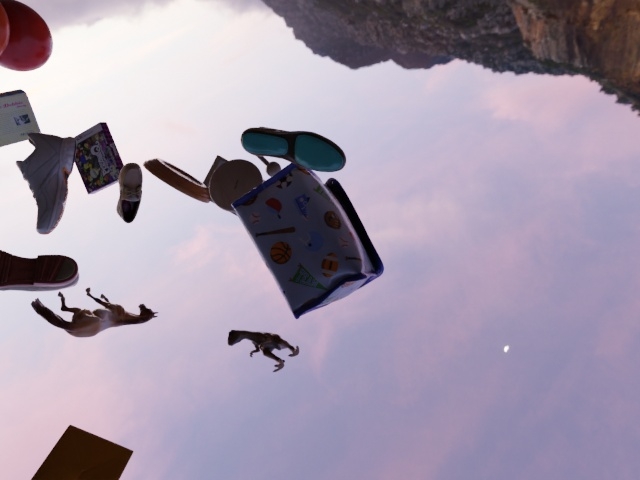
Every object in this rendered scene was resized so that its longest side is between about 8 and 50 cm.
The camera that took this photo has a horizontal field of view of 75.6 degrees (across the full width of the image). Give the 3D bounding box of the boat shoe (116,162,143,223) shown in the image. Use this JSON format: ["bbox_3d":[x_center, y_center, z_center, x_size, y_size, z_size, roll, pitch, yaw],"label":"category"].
[{"bbox_3d":[-0.393,-0.096,0.859,0.050,0.135,0.045,-8,-137,-38],"label":"boat shoe"}]

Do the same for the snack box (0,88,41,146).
[{"bbox_3d":[-1.281,-0.452,1.587,0.060,0.187,0.322,29,-137,28],"label":"snack box"}]

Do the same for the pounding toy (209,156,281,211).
[{"bbox_3d":[-0.254,-0.191,1.397,0.183,0.110,0.236,37,-97,14],"label":"pounding toy"}]

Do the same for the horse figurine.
[{"bbox_3d":[-0.558,0.178,1.007,0.175,0.263,0.066,30,-80,19],"label":"horse figurine"}]

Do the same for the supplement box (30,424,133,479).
[{"bbox_3d":[-0.467,0.485,0.741,0.129,0.194,0.191,29,-151,-11],"label":"supplement box"}]

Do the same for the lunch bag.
[{"bbox_3d":[0.000,0.000,1.098,0.239,0.385,0.327,-30,-101,11],"label":"lunch bag"}]

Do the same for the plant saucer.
[{"bbox_3d":[-0.388,-0.171,1.141,0.200,0.200,0.037,37,-84,41],"label":"plant saucer"}]

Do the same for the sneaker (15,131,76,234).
[{"bbox_3d":[-0.706,-0.147,1.045,0.099,0.121,0.262,-4,-103,58],"label":"sneaker"}]

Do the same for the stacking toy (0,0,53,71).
[{"bbox_3d":[-0.432,-0.245,0.438,0.141,0.141,0.330,-10,-170,9],"label":"stacking toy"}]

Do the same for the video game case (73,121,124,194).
[{"bbox_3d":[-0.895,-0.326,1.652,0.210,0.232,0.042,-17,-173,24],"label":"video game case"}]

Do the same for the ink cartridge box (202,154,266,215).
[{"bbox_3d":[-0.373,-0.223,1.755,0.235,0.088,0.193,28,-88,8],"label":"ink cartridge box"}]

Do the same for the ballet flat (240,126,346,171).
[{"bbox_3d":[-0.052,-0.204,0.874,0.233,0.080,0.073,16,-150,8],"label":"ballet flat"}]

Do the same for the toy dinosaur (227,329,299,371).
[{"bbox_3d":[-0.091,0.206,0.828,0.112,0.211,0.064,34,-90,38],"label":"toy dinosaur"}]

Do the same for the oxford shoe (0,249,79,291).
[{"bbox_3d":[-1.027,0.121,1.374,0.397,0.146,0.140,8,-120,-19],"label":"oxford shoe"}]
